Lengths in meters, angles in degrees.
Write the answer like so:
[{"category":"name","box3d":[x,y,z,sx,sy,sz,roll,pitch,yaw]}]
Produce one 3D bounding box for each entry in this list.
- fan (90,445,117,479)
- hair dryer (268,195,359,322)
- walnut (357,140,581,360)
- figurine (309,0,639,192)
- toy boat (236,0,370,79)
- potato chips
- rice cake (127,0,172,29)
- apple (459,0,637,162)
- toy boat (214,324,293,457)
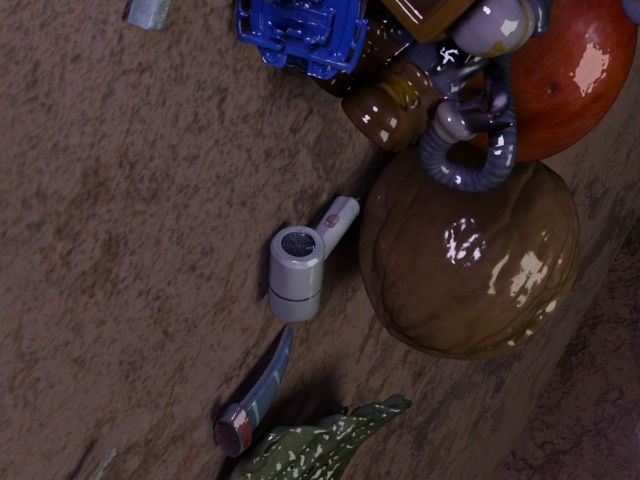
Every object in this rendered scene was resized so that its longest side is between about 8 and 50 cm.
[{"category":"fan","box3d":[-0.245,0.291,1.026,0.329,0.009,0.191,-58,160,-2]},{"category":"hair dryer","box3d":[0.000,0.000,1.207,0.137,0.047,0.082,-54,160,-38]},{"category":"walnut","box3d":[0.139,0.006,1.329,0.228,0.228,0.228,-51,159,-28]},{"category":"figurine","box3d":[0.140,-0.230,0.943,0.382,0.261,0.186,-44,178,19]},{"category":"toy boat","box3d":[-0.010,-0.172,0.852,0.110,0.091,0.175,-58,162,-54]},{"category":"potato chips","box3d":[-0.035,0.321,1.495,0.389,0.097,0.373,-65,162,14]},{"category":"rice cake","box3d":[-0.081,-0.174,0.772,0.022,0.022,0.121,-34,150,-63]},{"category":"apple","box3d":[0.161,-0.165,1.151,0.164,0.209,0.209,-62,163,-22]},{"category":"toy boat","box3d":[-0.052,0.142,1.286,0.122,0.034,0.096,-53,165,-28]}]
